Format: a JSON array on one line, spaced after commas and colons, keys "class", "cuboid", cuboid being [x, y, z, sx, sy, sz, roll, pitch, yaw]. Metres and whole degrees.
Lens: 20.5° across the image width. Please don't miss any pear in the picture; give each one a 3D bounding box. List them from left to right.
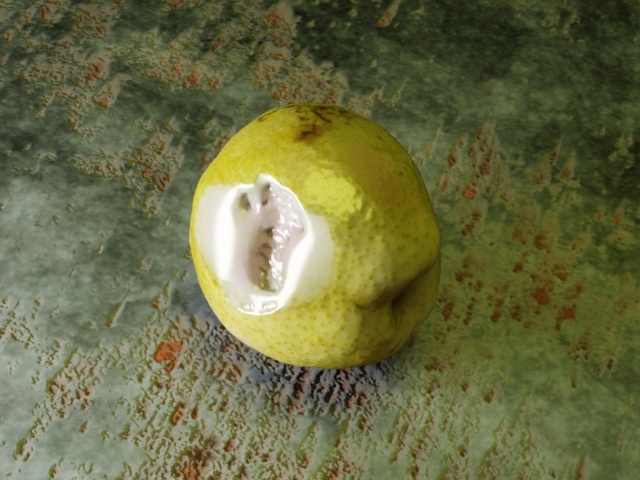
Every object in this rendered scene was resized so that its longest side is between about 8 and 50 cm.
[{"class": "pear", "cuboid": [0.000, 0.000, 1.778, 0.271, 0.271, 0.271, 7, 43, -6]}]
